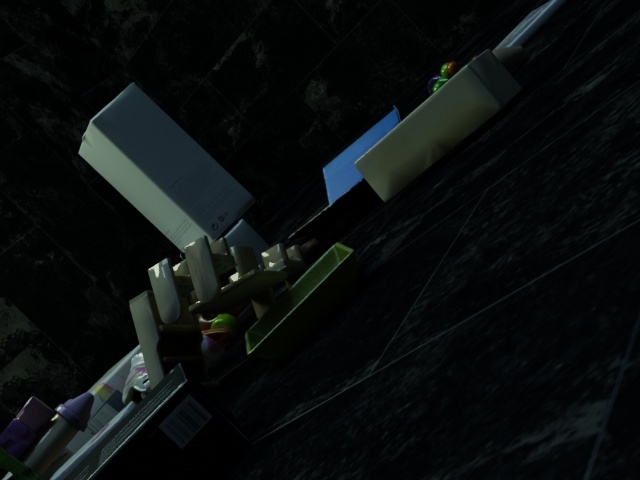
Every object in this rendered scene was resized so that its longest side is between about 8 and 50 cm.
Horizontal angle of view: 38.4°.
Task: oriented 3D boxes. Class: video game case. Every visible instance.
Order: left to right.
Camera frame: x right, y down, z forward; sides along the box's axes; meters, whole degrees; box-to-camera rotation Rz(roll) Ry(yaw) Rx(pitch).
[{"bbox_3d":[0.421,-0.434,1.968,0.201,0.023,0.183,-44,6,-2],"label":"video game case"}]

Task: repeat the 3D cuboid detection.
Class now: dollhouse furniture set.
[{"bbox_3d":[-0.153,0.118,1.364,0.242,0.161,0.212,-30,-21,31],"label":"dollhouse furniture set"}]

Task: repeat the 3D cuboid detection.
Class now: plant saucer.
[{"bbox_3d":[-0.019,0.088,1.240,0.188,0.045,0.188,-45,6,-2],"label":"plant saucer"}]

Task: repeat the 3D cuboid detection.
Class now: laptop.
[{"bbox_3d":[0.048,-0.137,1.809,0.234,0.136,0.264,-38,-8,33],"label":"laptop"}]

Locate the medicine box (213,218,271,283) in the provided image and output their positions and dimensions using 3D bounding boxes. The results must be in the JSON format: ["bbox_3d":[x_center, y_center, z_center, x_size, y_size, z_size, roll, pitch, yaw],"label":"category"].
[{"bbox_3d":[-0.247,0.105,2.158,0.263,0.149,0.289,-46,6,-14],"label":"medicine box"}]

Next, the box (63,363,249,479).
[{"bbox_3d":[-0.211,0.269,1.015,0.261,0.103,0.184,-46,9,-9],"label":"box"}]

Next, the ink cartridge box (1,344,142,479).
[{"bbox_3d":[-0.449,0.375,1.798,0.207,0.119,0.353,-38,8,45],"label":"ink cartridge box"}]

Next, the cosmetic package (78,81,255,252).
[{"bbox_3d":[-0.363,-0.153,2.134,0.156,0.385,0.217,-47,7,-26],"label":"cosmetic package"}]

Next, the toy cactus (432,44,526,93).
[{"bbox_3d":[0.288,-0.291,1.643,0.180,0.112,0.219,-26,1,-9],"label":"toy cactus"}]

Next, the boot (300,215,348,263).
[{"bbox_3d":[0.000,0.000,1.777,0.114,0.037,0.106,-37,7,26],"label":"boot"}]

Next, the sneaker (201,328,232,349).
[{"bbox_3d":[-0.250,0.198,1.739,0.175,0.064,0.067,-19,30,10],"label":"sneaker"}]

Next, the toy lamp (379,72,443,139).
[{"bbox_3d":[0.222,-0.275,1.950,0.274,0.080,0.080,-48,7,-31],"label":"toy lamp"}]

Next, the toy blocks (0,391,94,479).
[{"bbox_3d":[-0.430,0.312,1.332,0.260,0.288,0.309,-53,6,-17],"label":"toy blocks"}]

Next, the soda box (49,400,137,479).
[{"bbox_3d":[-0.376,0.374,1.567,0.216,0.069,0.074,-43,6,18],"label":"soda box"}]

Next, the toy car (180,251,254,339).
[{"bbox_3d":[-0.234,0.112,1.821,0.149,0.188,0.155,-41,7,31],"label":"toy car"}]

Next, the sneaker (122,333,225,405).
[{"bbox_3d":[-0.261,0.241,1.621,0.252,0.103,0.111,-33,29,41],"label":"sneaker"}]

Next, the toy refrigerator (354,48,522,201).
[{"bbox_3d":[0.187,-0.177,1.471,0.269,0.094,0.102,-39,2,38],"label":"toy refrigerator"}]
